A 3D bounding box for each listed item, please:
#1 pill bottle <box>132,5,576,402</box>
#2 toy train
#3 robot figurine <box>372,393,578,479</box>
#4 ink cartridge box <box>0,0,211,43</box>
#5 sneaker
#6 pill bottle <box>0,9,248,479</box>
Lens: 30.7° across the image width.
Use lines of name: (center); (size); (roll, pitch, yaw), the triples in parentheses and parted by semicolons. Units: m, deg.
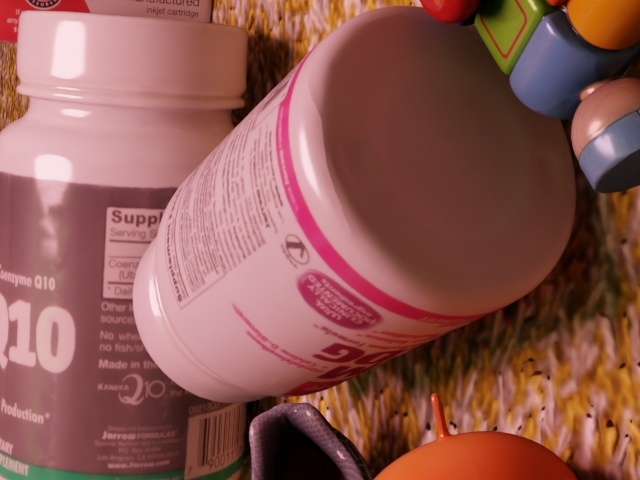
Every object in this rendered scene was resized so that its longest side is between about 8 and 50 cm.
pill bottle: (0.000, 0.000, 0.673); (0.283, 0.160, 0.160); (-35, 60, 57)
toy train: (0.134, -0.132, 0.458); (0.143, 0.105, 0.248); (63, 158, 19)
robot figurine: (0.087, 0.187, 0.557); (0.128, 0.158, 0.219); (-38, 56, 30)
ink cartridge box: (-0.191, -0.301, 0.970); (0.114, 0.197, 0.273); (26, 114, 56)
sneaker: (0.000, 0.198, 0.658); (0.262, 0.104, 0.125); (-114, 2, -52)
pill bottle: (-0.151, 0.012, 0.901); (0.204, 0.204, 0.361); (18, 106, 60)
